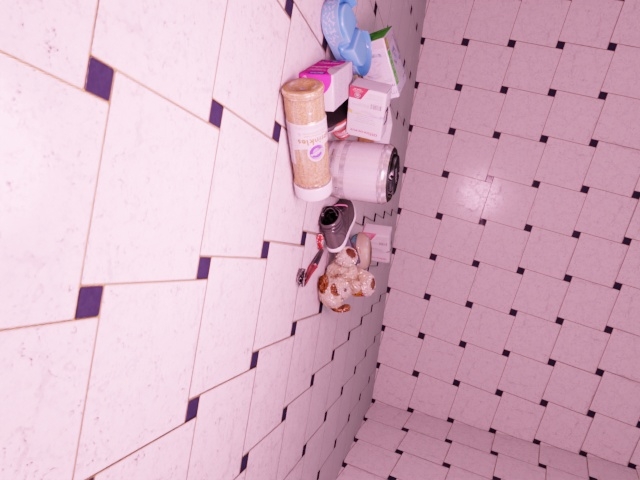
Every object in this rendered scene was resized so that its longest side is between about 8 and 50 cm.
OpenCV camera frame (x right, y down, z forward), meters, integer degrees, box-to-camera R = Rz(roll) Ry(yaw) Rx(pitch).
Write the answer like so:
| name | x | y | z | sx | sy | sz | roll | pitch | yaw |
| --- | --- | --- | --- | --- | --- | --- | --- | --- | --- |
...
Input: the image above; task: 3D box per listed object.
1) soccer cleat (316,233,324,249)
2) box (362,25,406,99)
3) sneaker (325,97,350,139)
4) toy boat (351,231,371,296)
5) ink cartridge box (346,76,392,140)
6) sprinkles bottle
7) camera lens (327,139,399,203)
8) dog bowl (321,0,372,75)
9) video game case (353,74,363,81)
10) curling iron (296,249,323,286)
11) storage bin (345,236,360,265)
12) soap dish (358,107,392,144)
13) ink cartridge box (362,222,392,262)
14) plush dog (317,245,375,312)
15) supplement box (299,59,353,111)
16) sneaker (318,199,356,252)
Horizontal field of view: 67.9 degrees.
| name | x | y | z | sx | sy | sz | roll | pitch | yaw |
| --- | --- | --- | --- | --- | --- | --- | --- | --- | --- |
| soccer cleat | 0.000 | 0.000 | 1.843 | 0.083 | 0.029 | 0.036 | 85 | 13 | -48 |
| box | 0.245 | -0.705 | 1.911 | 0.262 | 0.126 | 0.231 | -64 | 137 | -54 |
| sneaker | 0.065 | -0.411 | 1.704 | 0.270 | 0.090 | 0.145 | -51 | 159 | -38 |
| toy boat | 0.168 | 0.119 | 2.312 | 0.267 | 0.147 | 0.319 | 63 | 32 | -71 |
| ink cartridge box | 0.160 | -0.437 | 1.589 | 0.175 | 0.127 | 0.072 | 93 | 20 | -44 |
| sprinkles bottle | -0.036 | -0.288 | 1.405 | 0.121 | 0.121 | 0.356 | -64 | 156 | -44 |
| camera lens | 0.145 | -0.255 | 1.756 | 0.219 | 0.274 | 0.220 | 9 | 90 | -73 |
| dog bowl | 0.090 | -0.687 | 1.604 | 0.297 | 0.073 | 0.166 | 47 | 54 | -53 |
| video game case | 0.132 | -0.656 | 1.832 | 0.207 | 0.026 | 0.227 | -74 | 152 | -43 |
| curling iron | -0.029 | 0.092 | 1.774 | 0.274 | 0.035 | 0.068 | -49 | 144 | -61 |
| storage bin | 0.124 | 0.041 | 2.114 | 0.091 | 0.098 | 0.135 | 65 | 9 | -47 |
| soap dish | 0.261 | -0.502 | 2.293 | 0.229 | 0.118 | 0.291 | 48 | 54 | -69 |
| ink cartridge box | 0.326 | 0.017 | 2.710 | 0.218 | 0.158 | 0.092 | 83 | 22 | -44 |
| plush dog | 0.072 | 0.177 | 1.990 | 0.263 | 0.210 | 0.225 | 54 | 56 | -29 |
| supplement box | 0.022 | -0.493 | 1.503 | 0.220 | 0.111 | 0.114 | -59 | 153 | -53 |
| sneaker | 0.071 | -0.108 | 1.892 | 0.147 | 0.104 | 0.296 | 71 | 26 | -43 |
